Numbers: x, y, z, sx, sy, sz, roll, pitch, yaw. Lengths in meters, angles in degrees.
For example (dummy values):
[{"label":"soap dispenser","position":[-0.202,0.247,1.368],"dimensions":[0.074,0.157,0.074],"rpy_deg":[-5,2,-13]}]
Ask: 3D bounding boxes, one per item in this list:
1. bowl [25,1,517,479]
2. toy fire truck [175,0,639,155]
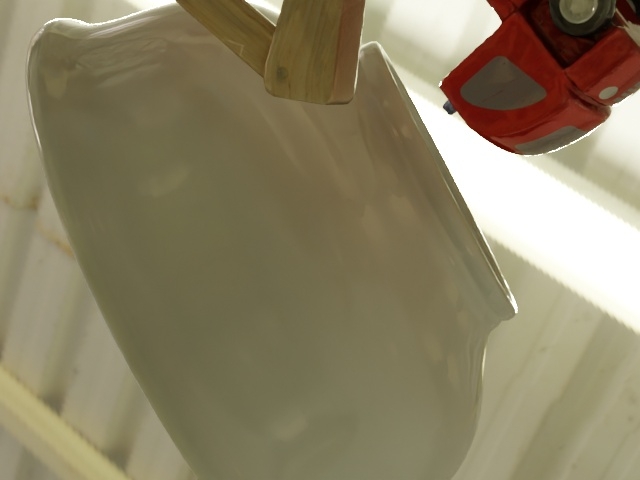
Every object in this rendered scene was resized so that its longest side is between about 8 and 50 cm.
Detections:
[{"label":"bowl","position":[0.000,0.000,0.632],"dimensions":[0.134,0.298,0.298],"rpy_deg":[-28,-97,8]},{"label":"toy fire truck","position":[0.010,-0.093,0.460],"dimensions":[0.135,0.047,0.192],"rpy_deg":[-40,-105,26]}]
